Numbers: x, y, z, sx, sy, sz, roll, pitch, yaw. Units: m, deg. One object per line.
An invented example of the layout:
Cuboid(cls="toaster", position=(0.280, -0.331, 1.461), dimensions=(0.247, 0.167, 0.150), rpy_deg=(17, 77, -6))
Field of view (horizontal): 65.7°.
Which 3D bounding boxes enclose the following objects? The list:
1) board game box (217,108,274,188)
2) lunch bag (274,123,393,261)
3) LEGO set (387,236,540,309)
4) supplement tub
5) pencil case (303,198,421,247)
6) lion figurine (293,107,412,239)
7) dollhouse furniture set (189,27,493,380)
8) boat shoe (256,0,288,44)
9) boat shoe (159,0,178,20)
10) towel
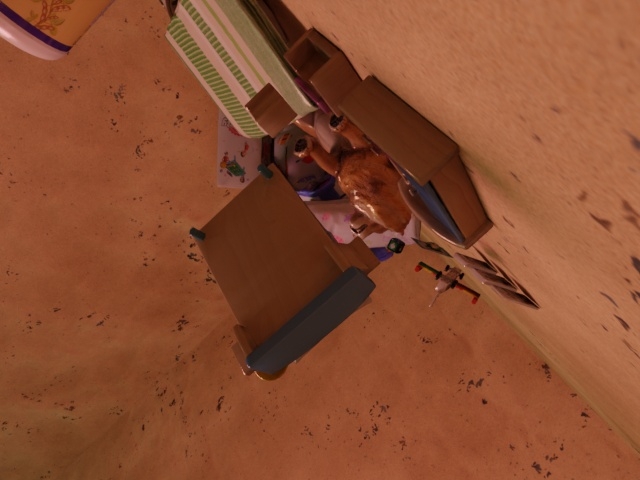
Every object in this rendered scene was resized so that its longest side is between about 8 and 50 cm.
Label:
Cuboid(cls="board game box", position=(-0.153, -0.275, 1.067), dimensions=(0.097, 0.304, 0.224), rpy_deg=(4, -167, 1))
Cuboid(cls="lunch bag", position=(0.042, -0.150, 1.294), dimensions=(0.328, 0.239, 0.386), rpy_deg=(44, -166, -40))
Cuboid(cls="LEGO set", position=(0.235, 0.064, 0.874), dimensions=(0.244, 0.060, 0.182), rpy_deg=(17, -162, -22))
Cuboid(cls="supplement tub", position=(-0.430, -0.494, 0.807), dimensions=(0.241, 0.331, 0.241), rpy_deg=(46, -173, -8))
Cuboid(cls="pencil case", position=(0.078, -0.040, 1.039), dimensions=(0.114, 0.273, 0.124), rpy_deg=(-79, -25, -45))
Cuboid(cls="lion figurine", position=(0.030, -0.188, 0.904), dimensions=(0.240, 0.142, 0.392), rpy_deg=(27, -146, -49))
Cuboid(cls="dollhouse furniture set", position=(-0.004, -0.023, 0.595), dimensions=(0.286, 0.303, 0.198), rpy_deg=(51, -173, 34))
Cuboid(cls="boat shoe", position=(-0.113, -0.340, 0.769), dimensions=(0.078, 0.070, 0.219), rpy_deg=(49, -173, 14))
Cuboid(cls="boat shoe", position=(-0.281, -0.515, 1.018), dimensions=(0.302, 0.113, 0.103), rpy_deg=(64, 175, -8))
Cuboid(cls="towel", position=(-0.134, -0.276, 0.764), dimensions=(0.248, 0.038, 0.324), rpy_deg=(54, 162, -16))
